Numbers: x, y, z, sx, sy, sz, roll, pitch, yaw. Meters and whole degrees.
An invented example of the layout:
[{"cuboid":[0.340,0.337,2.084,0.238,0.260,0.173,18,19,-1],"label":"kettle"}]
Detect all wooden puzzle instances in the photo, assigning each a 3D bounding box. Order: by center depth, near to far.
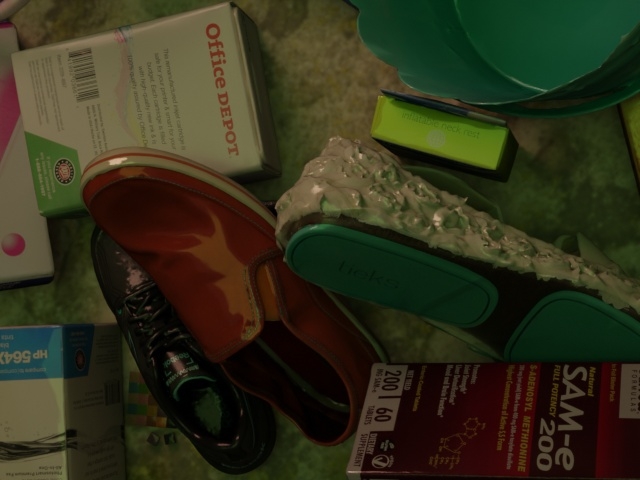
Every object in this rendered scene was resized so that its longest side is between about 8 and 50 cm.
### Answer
[{"cuboid":[-0.155,0.149,1.256,0.049,0.006,0.083,4,88,10],"label":"wooden puzzle"}]

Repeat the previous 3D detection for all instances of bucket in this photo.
[{"cuboid":[0.175,-0.233,1.072,0.281,0.183,0.281,2,94,30],"label":"bucket"}]

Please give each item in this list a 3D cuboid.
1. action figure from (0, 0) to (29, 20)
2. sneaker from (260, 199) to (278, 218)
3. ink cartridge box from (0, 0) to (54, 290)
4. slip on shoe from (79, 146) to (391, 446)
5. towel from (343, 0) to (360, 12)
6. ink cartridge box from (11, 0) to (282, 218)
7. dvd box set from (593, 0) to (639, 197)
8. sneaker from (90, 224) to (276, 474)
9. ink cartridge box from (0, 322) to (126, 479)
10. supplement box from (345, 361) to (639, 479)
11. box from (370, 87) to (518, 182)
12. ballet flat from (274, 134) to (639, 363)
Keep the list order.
[{"cuboid":[-0.172,-0.364,1.179,0.370,0.275,0.248,-30,38,-29],"label":"action figure"},{"cuboid":[0.000,0.000,1.192,0.221,0.087,0.083,-4,88,8],"label":"sneaker"},{"cuboid":[-0.426,-0.099,1.214,0.324,0.071,0.330,-9,83,-16],"label":"ink cartridge box"},{"cuboid":[-0.070,0.048,1.131,0.123,0.101,0.331,-34,110,33],"label":"slip on shoe"},{"cuboid":[0.064,-0.384,1.184,0.243,0.040,0.336,32,95,-17],"label":"towel"},{"cuboid":[-0.154,-0.114,1.224,0.212,0.093,0.154,-12,86,11],"label":"ink cartridge box"},{"cuboid":[0.396,-0.172,1.140,0.308,0.062,0.420,-13,85,10],"label":"dvd box set"},{"cuboid":[-0.123,0.084,1.201,0.101,0.106,0.267,-34,82,1],"label":"sneaker"},{"cuboid":[-0.235,0.176,1.198,0.086,0.148,0.203,-3,86,10],"label":"ink cartridge box"},{"cuboid":[0.151,0.164,1.072,0.239,0.130,0.073,-2,128,15],"label":"supplement box"},{"cuboid":[0.107,-0.085,1.131,0.109,0.178,0.042,15,91,11],"label":"box"},{"cuboid":[0.159,0.025,1.121,0.409,0.147,0.147,26,93,-11],"label":"ballet flat"}]
